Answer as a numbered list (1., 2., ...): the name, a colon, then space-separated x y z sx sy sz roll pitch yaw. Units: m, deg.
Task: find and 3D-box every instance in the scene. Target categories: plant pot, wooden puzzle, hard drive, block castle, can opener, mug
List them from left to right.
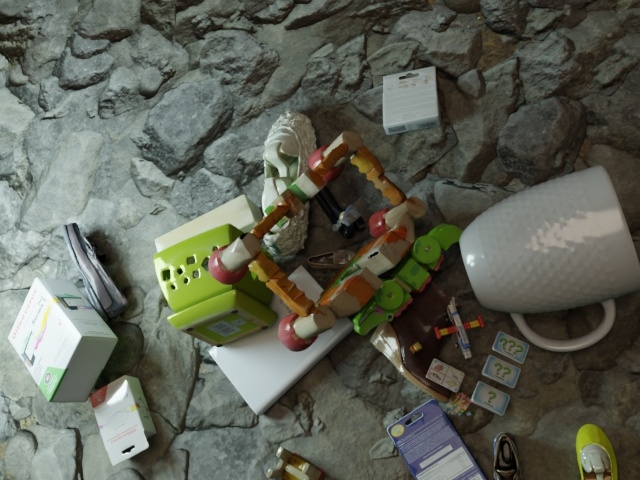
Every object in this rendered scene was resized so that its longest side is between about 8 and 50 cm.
1. plant pot: -0.243 0.122 1.860 0.227 0.228 0.207 -23 60 18
2. hard drive: -0.096 0.242 1.897 0.319 0.040 0.210 -43 65 1
3. block castle: 0.000 0.000 1.737 0.303 0.213 0.453 45 59 -5
4. can opener: 0.033 -0.077 1.955 0.186 0.073 0.059 48 131 27
5. wooden puzzle: 0.310 0.364 1.744 0.083 0.006 0.049 40 88 24
6. mug: 0.497 0.063 1.658 0.328 0.276 0.374 -18 99 18

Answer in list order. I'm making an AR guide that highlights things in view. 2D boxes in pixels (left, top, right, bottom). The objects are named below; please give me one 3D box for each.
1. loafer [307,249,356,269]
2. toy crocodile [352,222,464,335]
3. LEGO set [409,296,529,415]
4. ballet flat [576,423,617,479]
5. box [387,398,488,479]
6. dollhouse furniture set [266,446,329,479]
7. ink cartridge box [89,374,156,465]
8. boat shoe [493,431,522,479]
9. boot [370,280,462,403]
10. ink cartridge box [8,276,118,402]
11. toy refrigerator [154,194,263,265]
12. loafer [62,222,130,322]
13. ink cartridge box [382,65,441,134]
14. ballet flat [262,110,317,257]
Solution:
1. loafer: 0.028 0.047 1.917 0.125 0.039 0.045 -11 70 15
2. toy crocodile: 0.199 0.087 1.764 0.105 0.115 0.340 42 80 -6
3. LEGO set: 0.325 0.246 1.694 0.244 0.060 0.182 26 67 6
4. ballet flat: 0.570 0.491 1.579 0.077 0.077 0.230 -6 71 17
5. box: 0.260 0.479 1.707 0.136 0.036 0.225 -34 66 5
6. dollhouse furniture set: 0.033 0.636 1.696 0.374 0.152 0.201 21 81 40
7. ink cartridge box: -0.492 0.456 1.947 0.115 0.067 0.198 -29 65 8
8. boat shoe: 0.395 0.500 1.640 0.066 0.066 0.183 -11 70 15
9. boot: 0.252 0.223 1.758 0.207 0.090 0.248 -48 60 1
10. ink cartridge box: -0.667 0.252 1.984 0.278 0.117 0.201 39 106 37
11. toy refrigerator: -0.284 -0.014 2.007 0.270 0.102 0.094 -26 67 10
12. loafer: -0.608 0.077 2.097 0.095 0.109 0.302 -24 72 -11
13. ink cartridge box: 0.233 -0.360 1.989 0.146 0.045 0.179 -8 53 16
14. ballet flat: -0.090 -0.162 1.965 0.147 0.147 0.408 -5 72 17
